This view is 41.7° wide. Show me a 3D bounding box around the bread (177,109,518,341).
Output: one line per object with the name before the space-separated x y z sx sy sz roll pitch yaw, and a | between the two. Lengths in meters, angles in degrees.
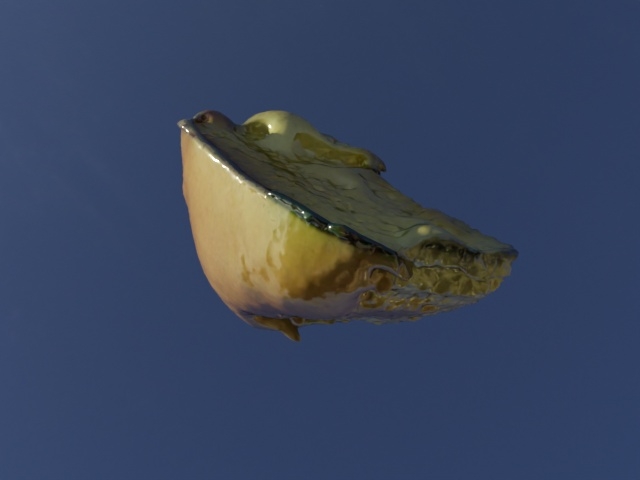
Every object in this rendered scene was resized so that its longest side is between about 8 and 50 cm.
bread | -0.005 0.004 0.598 0.174 0.251 0.133 -1 -62 -37
